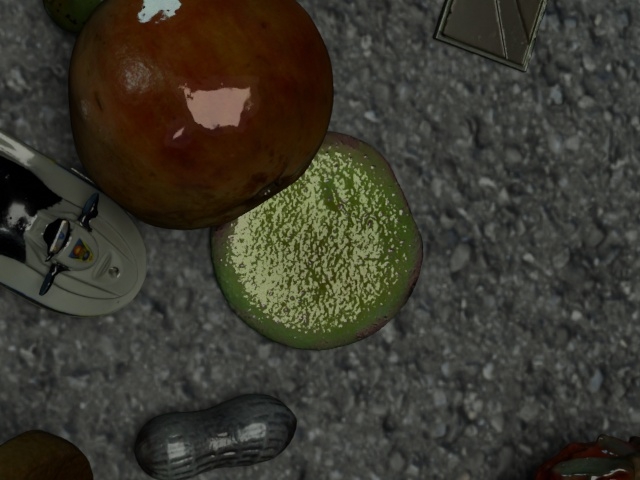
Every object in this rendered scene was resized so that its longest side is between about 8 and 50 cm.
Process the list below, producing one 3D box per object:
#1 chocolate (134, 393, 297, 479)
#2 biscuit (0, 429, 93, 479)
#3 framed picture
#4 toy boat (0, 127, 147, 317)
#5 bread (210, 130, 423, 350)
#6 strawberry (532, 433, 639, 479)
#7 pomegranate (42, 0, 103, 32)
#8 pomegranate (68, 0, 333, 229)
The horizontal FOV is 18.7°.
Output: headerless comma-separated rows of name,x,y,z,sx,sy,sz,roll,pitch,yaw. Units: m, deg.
chocolate,-0.103,0.195,1.932,0.167,0.072,0.072,-10,94,-14
biscuit,-0.297,0.337,1.781,0.063,0.314,0.367,20,113,17
framed picture,0.188,-0.263,2.039,0.109,0.011,0.149,19,86,-15
toy boat,-0.288,-0.026,1.844,0.269,0.141,0.140,30,83,-1
bread,0.000,0.000,1.977,0.228,0.033,0.228,0,90,-16
strawberry,0.282,0.364,2.020,0.265,0.149,0.336,13,98,-23
pomegranate,-0.229,-0.242,1.889,0.073,0.073,0.084,49,59,-12
pomegranate,-0.122,-0.151,1.839,0.252,0.229,0.270,-23,75,-23
